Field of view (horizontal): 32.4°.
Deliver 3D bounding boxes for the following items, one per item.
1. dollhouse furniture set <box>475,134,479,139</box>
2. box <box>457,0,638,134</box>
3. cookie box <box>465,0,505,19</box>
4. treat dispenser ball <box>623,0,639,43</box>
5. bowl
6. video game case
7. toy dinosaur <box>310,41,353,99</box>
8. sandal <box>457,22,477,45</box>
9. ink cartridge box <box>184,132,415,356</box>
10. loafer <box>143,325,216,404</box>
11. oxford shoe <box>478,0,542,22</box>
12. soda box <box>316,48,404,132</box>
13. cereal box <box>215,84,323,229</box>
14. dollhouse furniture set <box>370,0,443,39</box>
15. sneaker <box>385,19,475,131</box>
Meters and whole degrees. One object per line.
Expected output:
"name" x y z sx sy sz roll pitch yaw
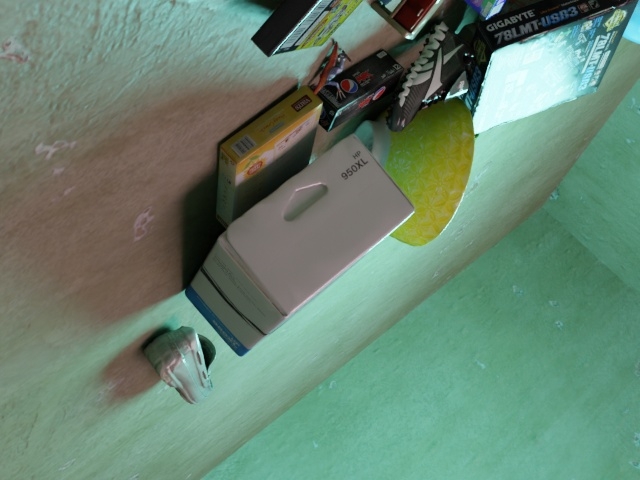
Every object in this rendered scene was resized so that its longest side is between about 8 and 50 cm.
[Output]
"dollhouse furniture set" 0.353 -0.280 2.446 0.058 0.076 0.152 -32 161 -44
"box" 0.400 -0.329 1.997 0.293 0.073 0.295 -22 158 -12
"cookie box" 0.248 -0.416 1.715 0.040 0.107 0.092 -33 160 -36
"treat dispenser ball" 0.705 -0.545 2.265 0.288 0.288 0.288 -42 165 -14
"bowl" 0.139 -0.145 1.998 0.156 0.289 0.289 14 132 -22
"video game case" 0.048 -0.344 1.365 0.275 0.035 0.248 -46 178 20
"toy dinosaur" 0.009 -0.256 1.671 0.082 0.047 0.090 -38 133 6
"sandal" 0.242 -0.326 2.037 0.049 0.072 0.180 -15 149 -34
"ink cartridge box" -0.047 0.020 1.822 0.285 0.166 0.395 -40 178 -20
"loafer" -0.248 0.241 2.140 0.111 0.112 0.319 -35 164 -6
"oxford shoe" 0.378 -0.426 2.006 0.146 0.140 0.397 -26 154 -23
"soda box" 0.057 -0.242 1.771 0.169 0.053 0.060 -35 164 -34
"cereal box" -0.085 -0.122 1.718 0.173 0.047 0.240 -39 166 -22
"dollhouse furniture set" 0.160 -0.367 1.560 0.184 0.129 0.129 -51 165 21
"sneaker" 0.193 -0.264 1.849 0.234 0.106 0.078 -60 178 -27
